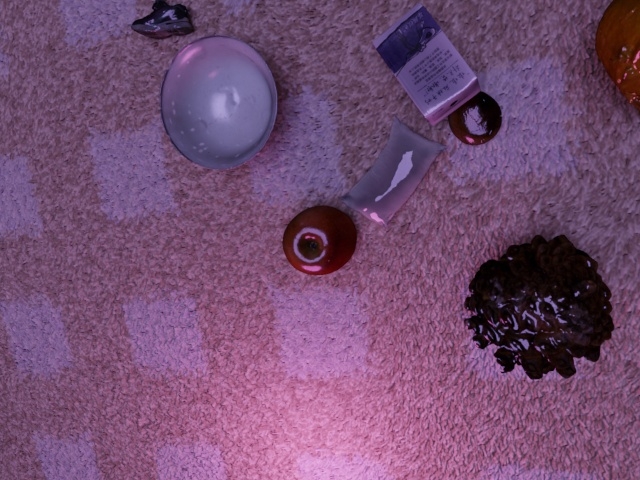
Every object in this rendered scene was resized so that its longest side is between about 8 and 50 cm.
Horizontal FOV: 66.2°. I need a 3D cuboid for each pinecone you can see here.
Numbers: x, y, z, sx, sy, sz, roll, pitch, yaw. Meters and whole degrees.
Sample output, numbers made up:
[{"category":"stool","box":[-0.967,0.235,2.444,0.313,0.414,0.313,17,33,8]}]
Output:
[{"category":"pinecone","box":[0.464,0.155,1.071,0.296,0.242,0.298,-22,62,33]}]

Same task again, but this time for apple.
[{"category":"apple","box":[0.000,0.000,1.223,0.181,0.168,0.180,2,98,11]}]

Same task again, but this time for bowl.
[{"category":"bowl","box":[-0.230,-0.340,1.233,0.314,0.146,0.313,3,103,15]}]

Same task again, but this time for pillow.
[{"category":"pillow","box":[0.170,-0.160,1.185,0.144,0.078,0.254,37,109,7]}]

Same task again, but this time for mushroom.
[{"category":"mushroom","box":[0.353,-0.279,1.122,0.123,0.052,0.123,3,101,18]}]

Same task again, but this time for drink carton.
[{"category":"drink carton","box":[0.236,-0.384,1.088,0.134,0.102,0.222,-35,76,18]}]

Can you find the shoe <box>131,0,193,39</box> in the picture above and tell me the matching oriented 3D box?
[{"category":"shoe","box":[-0.415,-0.588,1.282,0.169,0.071,0.099,1,98,12]}]

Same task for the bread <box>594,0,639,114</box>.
[{"category":"bread","box":[0.683,-0.399,0.857,0.358,0.337,0.204,-40,58,29]}]
